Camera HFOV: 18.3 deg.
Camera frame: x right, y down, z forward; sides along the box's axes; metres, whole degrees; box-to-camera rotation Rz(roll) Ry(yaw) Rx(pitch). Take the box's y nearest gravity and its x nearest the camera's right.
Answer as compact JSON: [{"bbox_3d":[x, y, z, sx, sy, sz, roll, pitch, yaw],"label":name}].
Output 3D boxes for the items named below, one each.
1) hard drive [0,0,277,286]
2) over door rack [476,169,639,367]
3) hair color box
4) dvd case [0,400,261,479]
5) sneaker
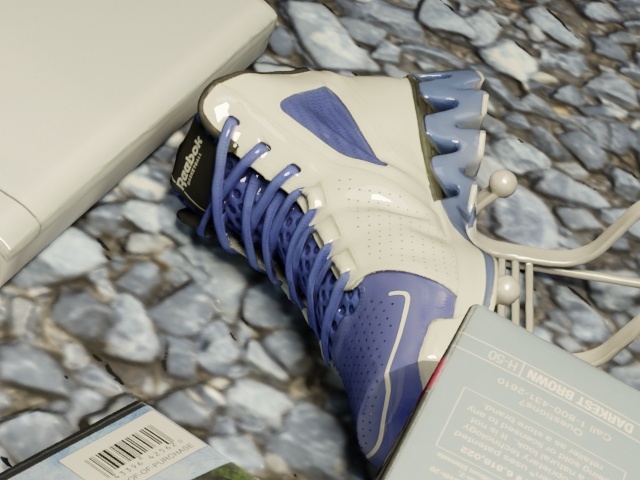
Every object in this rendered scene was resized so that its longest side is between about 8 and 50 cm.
[{"bbox_3d":[-0.201,-0.121,1.233,0.233,0.047,0.353,31,36,8],"label":"hard drive"},{"bbox_3d":[0.244,0.080,1.192,0.324,0.108,0.239,19,37,-9],"label":"over door rack"},{"bbox_3d":[0.026,0.209,0.830,0.113,0.185,0.374,28,36,3],"label":"hair color box"},{"bbox_3d":[-0.050,0.153,0.700,0.180,0.022,0.253,-27,42,-37],"label":"dvd case"},{"bbox_3d":[0.000,-0.001,1.153,0.182,0.127,0.315,10,38,-6],"label":"sneaker"}]
